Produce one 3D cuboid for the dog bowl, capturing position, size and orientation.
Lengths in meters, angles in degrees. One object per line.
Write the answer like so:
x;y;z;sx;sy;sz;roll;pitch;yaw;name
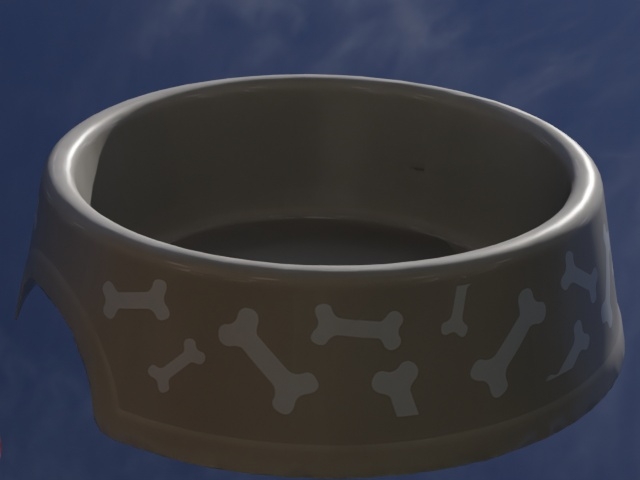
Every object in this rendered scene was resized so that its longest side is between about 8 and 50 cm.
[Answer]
0.000;0.000;0.959;0.349;0.349;0.102;-3;-66;-11;dog bowl
